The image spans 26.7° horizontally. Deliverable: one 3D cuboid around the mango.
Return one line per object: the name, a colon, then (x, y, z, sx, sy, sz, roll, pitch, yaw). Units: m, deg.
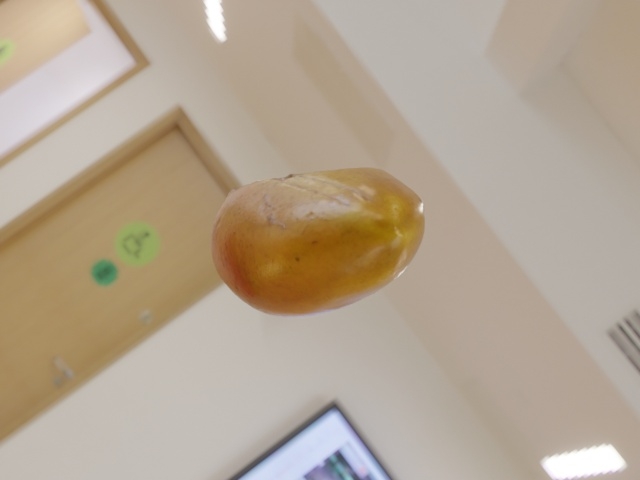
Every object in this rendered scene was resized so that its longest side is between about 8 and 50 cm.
mango: (0.000, 0.000, 1.177, 0.252, 0.154, 0.126, -3, -76, 56)
